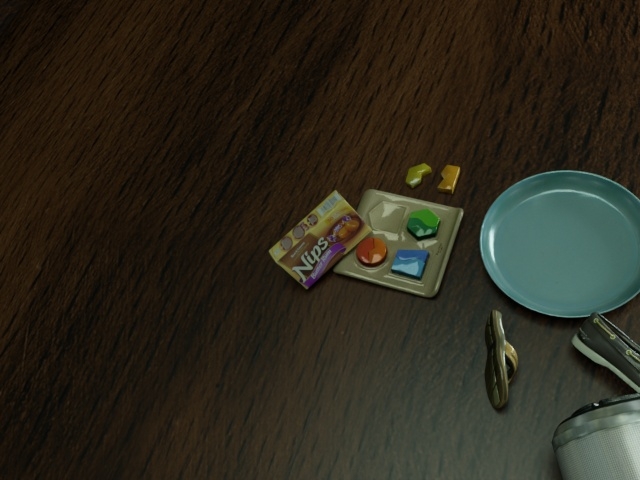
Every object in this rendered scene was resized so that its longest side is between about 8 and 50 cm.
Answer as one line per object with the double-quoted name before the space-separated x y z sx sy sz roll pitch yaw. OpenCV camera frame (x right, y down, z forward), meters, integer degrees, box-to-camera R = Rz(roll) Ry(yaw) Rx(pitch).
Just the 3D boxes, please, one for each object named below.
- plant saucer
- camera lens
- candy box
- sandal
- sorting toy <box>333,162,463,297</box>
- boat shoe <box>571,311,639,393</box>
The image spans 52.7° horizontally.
"plant saucer" 0.469 0.007 1.239 0.318 0.043 0.317 -8 59 13
"camera lens" 0.472 0.370 0.922 0.219 0.219 0.274 -14 58 9
"candy box" 0.000 0.000 1.320 0.187 0.109 0.053 -43 38 3
"sandal" 0.327 0.209 1.158 0.049 0.072 0.180 9 57 -3
"sorting toy" 0.176 -0.044 1.356 0.229 0.041 0.307 13 66 23
"boat shoe" 0.532 0.206 1.071 0.228 0.081 0.068 37 111 32
